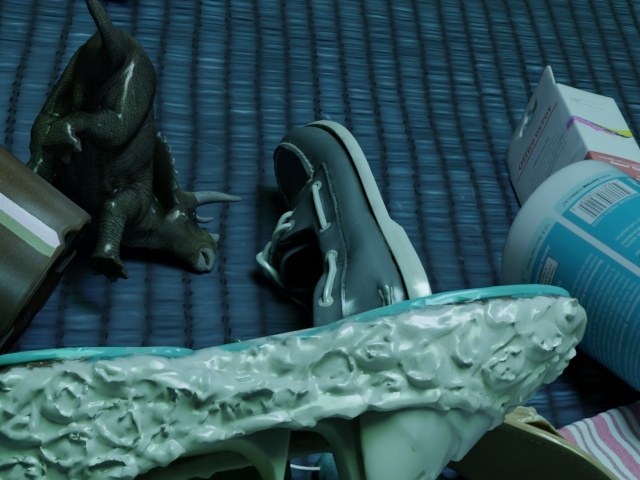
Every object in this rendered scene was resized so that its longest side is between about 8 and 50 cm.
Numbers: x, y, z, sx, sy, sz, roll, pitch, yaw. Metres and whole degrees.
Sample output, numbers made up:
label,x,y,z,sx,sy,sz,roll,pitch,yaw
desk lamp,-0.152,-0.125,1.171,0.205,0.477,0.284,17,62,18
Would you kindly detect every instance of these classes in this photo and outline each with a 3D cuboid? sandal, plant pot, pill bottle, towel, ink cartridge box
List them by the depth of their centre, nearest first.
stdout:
label,x,y,z,sx,sy,sz,roll,pitch,yaw
plant pot,-0.256,-0.008,1.271,0.165,0.167,0.167,34,30,-1
sandal,0.134,0.143,1.380,0.240,0.088,0.079,23,36,6
towel,0.269,0.182,1.477,0.197,0.029,0.144,-10,44,-45
pill bottle,0.284,0.052,1.537,0.146,0.146,0.264,-6,34,-42
ink cartridge box,0.239,-0.065,1.750,0.067,0.115,0.198,13,33,-19

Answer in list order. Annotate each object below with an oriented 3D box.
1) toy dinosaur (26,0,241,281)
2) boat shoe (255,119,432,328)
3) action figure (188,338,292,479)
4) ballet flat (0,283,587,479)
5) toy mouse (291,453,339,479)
label,x,y,z,sx,sy,sz,roll,pitch,yaw
toy dinosaur,-0.165,-0.078,1.386,0.121,0.313,0.160,5,46,19
boat shoe,0.000,0.000,1.480,0.099,0.116,0.319,-12,33,-11
action figure,-0.066,0.144,1.255,0.137,0.063,0.232,19,35,-7
ballet flat,-0.022,0.122,1.164,0.409,0.147,0.147,-7,40,-15
toy mouse,0.025,0.175,1.293,0.143,0.031,0.161,30,24,12
